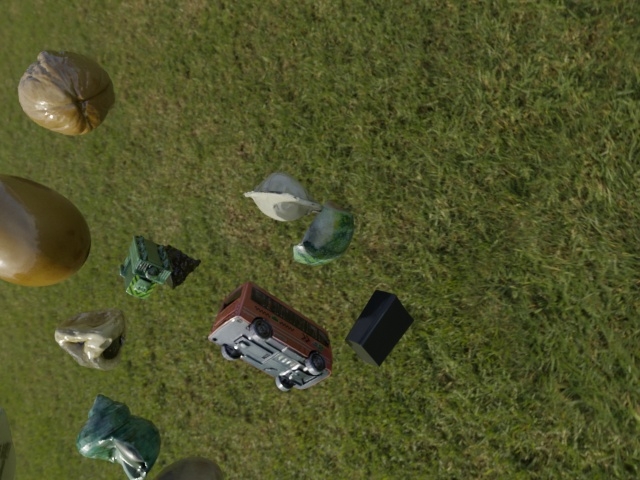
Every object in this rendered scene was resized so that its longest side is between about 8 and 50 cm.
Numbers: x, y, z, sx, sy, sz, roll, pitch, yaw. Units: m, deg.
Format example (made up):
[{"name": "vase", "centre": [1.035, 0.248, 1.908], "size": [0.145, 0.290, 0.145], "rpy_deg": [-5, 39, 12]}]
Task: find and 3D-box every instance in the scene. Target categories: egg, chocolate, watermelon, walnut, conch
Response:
[{"name": "egg", "centre": [-0.748, -0.026, 1.114], "size": [0.250, 0.322, 0.250], "rpy_deg": [-26, 38, 22]}, {"name": "chocolate", "centre": [-0.682, 0.104, 2.158], "size": [0.224, 0.177, 0.206], "rpy_deg": [15, 119, 56]}, {"name": "watermelon", "centre": [0.000, 0.000, 1.797], "size": [0.305, 0.224, 0.180], "rpy_deg": [-59, 33, 22]}, {"name": "walnut", "centre": [-0.836, -0.487, 1.456], "size": [0.313, 0.252, 0.277], "rpy_deg": [30, 84, 41]}, {"name": "conch", "centre": [-0.482, 0.466, 1.058], "size": [0.202, 0.134, 0.196], "rpy_deg": [43, 124, -11]}]

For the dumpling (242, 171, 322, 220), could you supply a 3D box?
[{"name": "dumpling", "centre": [-0.115, -0.127, 1.262], "size": [0.247, 0.172, 0.142], "rpy_deg": [10, 94, 22]}]

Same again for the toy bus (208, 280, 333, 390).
[{"name": "toy bus", "centre": [-0.160, 0.344, 1.562], "size": [0.203, 0.427, 0.233], "rpy_deg": [-38, 28, 31]}]

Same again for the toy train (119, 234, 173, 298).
[{"name": "toy train", "centre": [-0.666, 0.101, 1.670], "size": [0.178, 0.139, 0.330], "rpy_deg": [-59, 31, 4]}]

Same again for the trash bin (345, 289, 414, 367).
[{"name": "trash bin", "centre": [0.214, 0.323, 1.611], "size": [0.115, 0.165, 0.225], "rpy_deg": [7, 51, 52]}]

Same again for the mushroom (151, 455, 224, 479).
[{"name": "mushroom", "centre": [-0.302, 0.685, 1.051], "size": [0.297, 0.290, 0.297], "rpy_deg": [-56, 17, 26]}]

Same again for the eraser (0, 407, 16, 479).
[{"name": "eraser", "centre": [-0.935, 0.596, 1.167], "size": [0.331, 0.150, 0.331], "rpy_deg": [-178, 90, -74]}]

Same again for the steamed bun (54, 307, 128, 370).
[{"name": "steamed bun", "centre": [-0.610, 0.282, 1.206], "size": [0.172, 0.141, 0.155], "rpy_deg": [-4, 108, 10]}]
